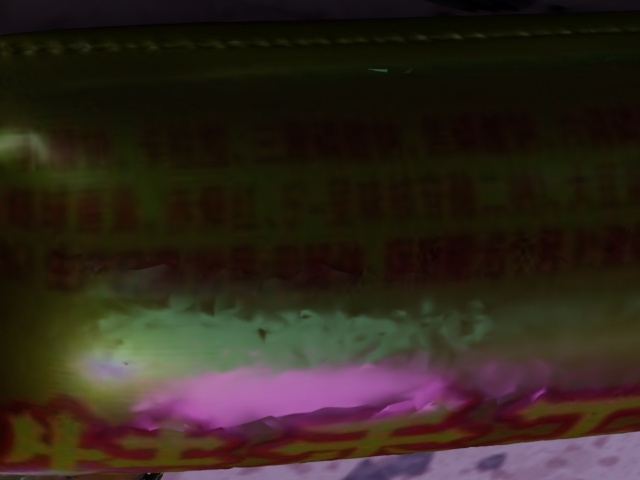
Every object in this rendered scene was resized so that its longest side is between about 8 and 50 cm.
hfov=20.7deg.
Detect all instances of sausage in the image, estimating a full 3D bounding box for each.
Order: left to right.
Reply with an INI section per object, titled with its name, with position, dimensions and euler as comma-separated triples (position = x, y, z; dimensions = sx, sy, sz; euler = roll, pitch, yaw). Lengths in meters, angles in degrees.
[sausage]
position = 0.001, -0.001, 0.445
dimensions = 0.317, 0.117, 0.125
euler = -4, 147, -20

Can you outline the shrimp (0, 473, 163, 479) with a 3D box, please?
[shrimp]
position = -0.144, 0.048, 0.505
dimensions = 0.253, 0.058, 0.173
euler = -2, 133, -27
